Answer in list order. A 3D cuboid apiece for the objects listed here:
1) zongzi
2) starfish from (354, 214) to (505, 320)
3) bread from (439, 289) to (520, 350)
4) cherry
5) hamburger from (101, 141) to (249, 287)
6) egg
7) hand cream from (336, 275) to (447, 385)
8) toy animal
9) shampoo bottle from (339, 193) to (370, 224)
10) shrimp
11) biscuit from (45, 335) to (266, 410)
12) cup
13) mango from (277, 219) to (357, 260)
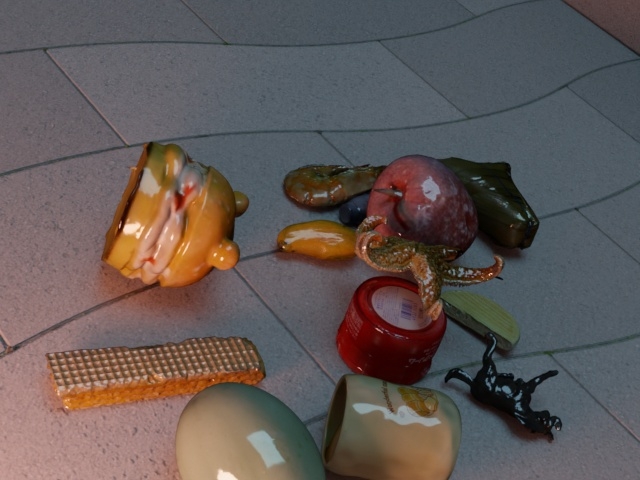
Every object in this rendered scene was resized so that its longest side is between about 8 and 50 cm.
[{"bbox_3d":[0.335,-0.092,2.474,0.289,0.123,0.260,7,36,-20],"label":"zongzi"},{"bbox_3d":[0.198,0.041,2.047,0.303,0.113,0.312,16,21,-8],"label":"starfish"},{"bbox_3d":[0.336,0.157,2.233,0.193,0.036,0.112,33,33,22],"label":"bread"},{"bbox_3d":[0.205,-0.062,2.292,0.285,0.236,0.213,21,-2,-36],"label":"cherry"},{"bbox_3d":[-0.263,-0.036,1.999,0.236,0.276,0.276,20,35,-14],"label":"hamburger"},{"bbox_3d":[-0.107,0.338,1.636,0.203,0.203,0.283,-12,50,-37],"label":"egg"},{"bbox_3d":[0.135,0.169,2.042,0.193,0.125,0.193,12,37,-9],"label":"hand cream"},{"bbox_3d":[0.357,0.280,2.044,0.232,0.084,0.148,29,38,5],"label":"toy animal"},{"bbox_3d":[0.147,-0.074,2.422,0.233,0.049,0.087,-10,47,-36],"label":"shampoo bottle"},{"bbox_3d":[0.047,-0.138,2.450,0.294,0.062,0.154,-11,39,-35],"label":"shrimp"},{"bbox_3d":[-0.273,0.221,1.830,0.378,0.054,0.094,-4,44,-30],"label":"biscuit"},{"bbox_3d":[0.112,0.327,1.835,0.202,0.255,0.173,14,79,-8],"label":"cup"},{"bbox_3d":[0.000,0.000,2.237,0.190,0.075,0.098,2,34,-14],"label":"mango"}]
